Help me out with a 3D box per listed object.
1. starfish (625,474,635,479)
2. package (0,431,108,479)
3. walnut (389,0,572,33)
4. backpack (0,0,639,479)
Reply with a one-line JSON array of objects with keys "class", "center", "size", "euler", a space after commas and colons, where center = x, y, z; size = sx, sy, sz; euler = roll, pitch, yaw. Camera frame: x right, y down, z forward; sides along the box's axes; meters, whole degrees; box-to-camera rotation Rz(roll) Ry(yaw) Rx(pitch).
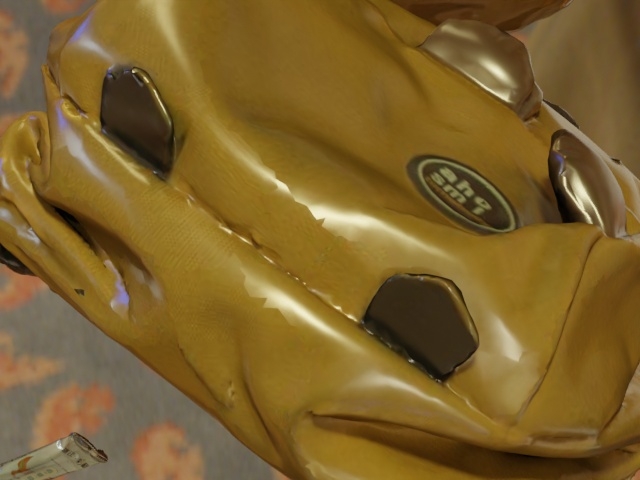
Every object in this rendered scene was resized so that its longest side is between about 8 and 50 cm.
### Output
[{"class": "starfish", "center": [0.255, 0.100, 1.676], "size": [0.347, 0.358, 0.078], "euler": [-28, 29, 11]}, {"class": "package", "center": [-0.202, 0.162, 1.386], "size": [0.110, 0.037, 0.015], "euler": [-23, 39, 29]}, {"class": "walnut", "center": [0.044, -0.299, 1.269], "size": [0.308, 0.354, 0.398], "euler": [-34, 27, -28]}, {"class": "backpack", "center": [0.024, -0.017, 0.940], "size": [0.353, 0.378, 0.201], "euler": [37, 108, 8]}]
